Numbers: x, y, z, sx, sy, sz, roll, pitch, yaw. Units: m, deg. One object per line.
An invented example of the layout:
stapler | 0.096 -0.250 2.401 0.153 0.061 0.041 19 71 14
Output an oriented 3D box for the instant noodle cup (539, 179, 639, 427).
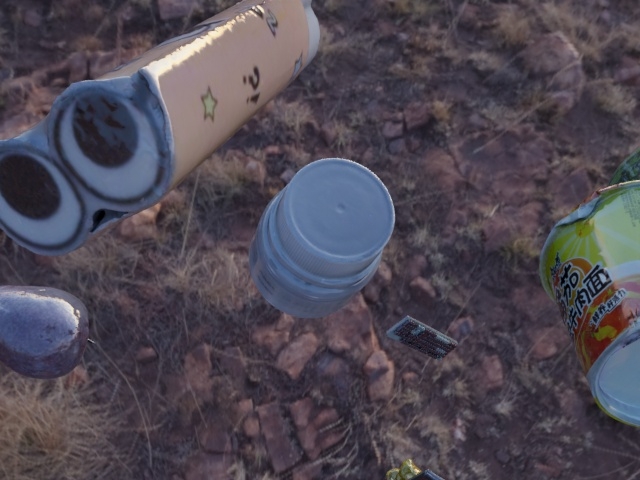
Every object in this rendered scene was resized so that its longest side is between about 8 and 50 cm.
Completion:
instant noodle cup | 0.407 0.086 0.853 0.264 0.264 0.200 7 43 -1

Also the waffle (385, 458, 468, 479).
waffle | 0.237 0.524 1.353 0.056 0.253 0.249 -25 86 -43

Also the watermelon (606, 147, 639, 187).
watermelon | 0.605 -0.084 1.268 0.180 0.305 0.224 41 104 31

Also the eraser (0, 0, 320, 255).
eraser | -0.106 -0.104 0.534 0.087 0.171 0.290 58 29 -16

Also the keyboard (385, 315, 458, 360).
keyboard | 0.179 0.174 1.255 0.055 0.166 0.017 -40 47 20

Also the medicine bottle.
medicine bottle | 0.000 0.000 1.369 0.245 0.306 0.245 5 69 -12

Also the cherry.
cherry | -0.440 0.140 1.120 0.176 0.176 0.140 18 92 6

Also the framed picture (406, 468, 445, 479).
framed picture | 0.249 0.524 1.228 0.347 0.265 0.016 35 47 -5
